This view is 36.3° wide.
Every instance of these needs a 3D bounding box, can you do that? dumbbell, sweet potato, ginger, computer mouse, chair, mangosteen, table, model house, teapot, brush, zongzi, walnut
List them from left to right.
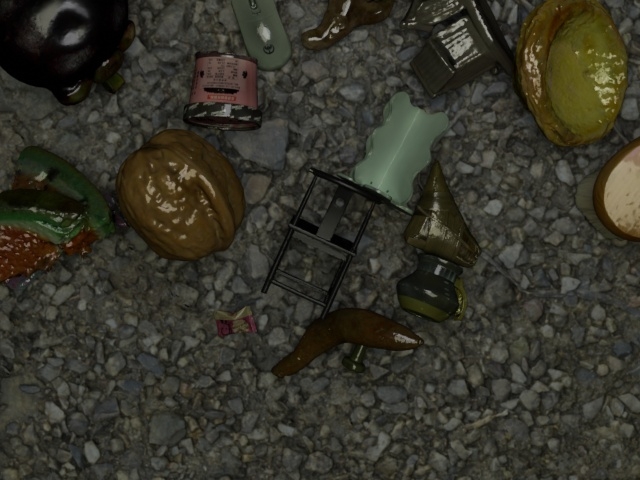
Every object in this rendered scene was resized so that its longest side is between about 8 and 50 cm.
[{"bbox_3d":[-0.470,-0.391,1.834,0.275,0.275,0.302,-36,130,5],"label":"mangosteen"},{"bbox_3d":[-0.262,-0.080,1.863,0.257,0.257,0.224,50,59,-4],"label":"walnut"},{"bbox_3d":[-0.115,-0.421,1.902,0.089,0.056,0.182,-20,95,-1],"label":"computer mouse"},{"bbox_3d":[0.000,0.000,1.903,0.154,0.141,0.260,24,98,-2],"label":"chair"},{"bbox_3d":[0.039,0.189,1.924,0.346,0.079,0.109,-18,63,30],"label":"sweet potato"},{"bbox_3d":[0.071,-0.521,1.873,0.166,0.080,0.333,10,94,-6],"label":"ginger"},{"bbox_3d":[0.085,0.208,1.970,0.046,0.052,0.118,16,98,-44],"label":"dumbbell"},{"bbox_3d":[0.149,-0.173,1.881,0.166,0.166,0.198,28,88,-2],"label":"table"},{"bbox_3d":[0.230,0.100,1.931,0.165,0.130,0.119,28,80,-34],"label":"teapot"},{"bbox_3d":[0.253,-0.383,1.868,0.188,0.122,0.229,-28,91,9],"label":"model house"},{"bbox_3d":[0.263,-0.048,1.931,0.160,0.078,0.176,23,88,-8],"label":"zongzi"},{"bbox_3d":[0.625,-0.121,1.865,0.174,0.166,0.267,40,95,-2],"label":"brush"}]

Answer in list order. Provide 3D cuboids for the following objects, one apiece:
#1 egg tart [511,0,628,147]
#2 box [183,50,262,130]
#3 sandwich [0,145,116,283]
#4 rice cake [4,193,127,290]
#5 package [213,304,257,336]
[{"bbox_3d":[0.456,-0.318,1.841,0.294,0.123,0.294,-5,98,-34],"label":"egg tart"},{"bbox_3d":[-0.184,-0.288,1.875,0.151,0.151,0.135,3,89,1],"label":"box"},{"bbox_3d":[-0.572,-0.033,1.866,0.301,0.162,0.250,-45,70,-2],"label":"sandwich"},{"bbox_3d":[-0.521,0.006,1.959,0.290,0.051,0.081,-31,93,5],"label":"rice cake"},{"bbox_3d":[-0.175,0.164,1.982,0.083,0.029,0.059,-9,104,13],"label":"package"}]
